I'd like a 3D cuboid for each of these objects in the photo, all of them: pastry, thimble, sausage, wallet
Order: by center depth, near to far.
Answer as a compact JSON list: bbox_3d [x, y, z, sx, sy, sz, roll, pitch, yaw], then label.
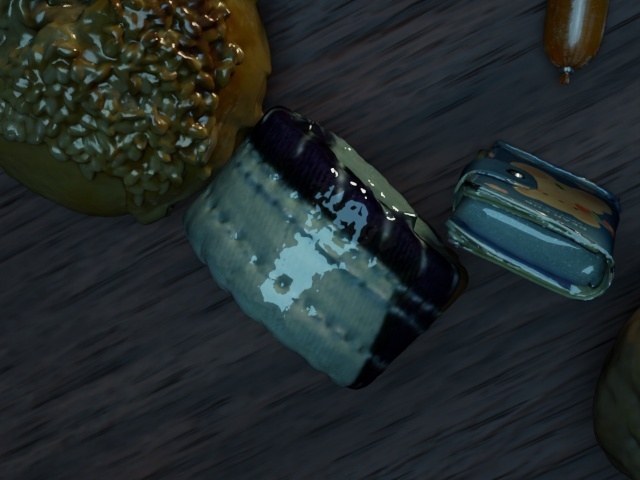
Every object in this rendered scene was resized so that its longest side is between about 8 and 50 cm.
[{"bbox_3d":[0.175,-0.019,1.106,0.141,0.202,0.059,27,109,6],"label":"wallet"},{"bbox_3d":[0.000,0.000,1.126,0.237,0.237,0.150,44,96,2],"label":"thimble"},{"bbox_3d":[0.232,-0.305,1.143,0.053,0.053,0.348,8,96,7],"label":"sausage"},{"bbox_3d":[-0.192,-0.169,1.148,0.284,0.184,0.316,-30,91,10],"label":"pastry"}]

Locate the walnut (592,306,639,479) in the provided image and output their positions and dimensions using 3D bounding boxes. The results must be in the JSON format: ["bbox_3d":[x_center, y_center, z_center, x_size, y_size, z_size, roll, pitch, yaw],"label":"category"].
[{"bbox_3d":[0.357,0.131,1.068,0.273,0.227,0.273,21,118,46],"label":"walnut"}]
